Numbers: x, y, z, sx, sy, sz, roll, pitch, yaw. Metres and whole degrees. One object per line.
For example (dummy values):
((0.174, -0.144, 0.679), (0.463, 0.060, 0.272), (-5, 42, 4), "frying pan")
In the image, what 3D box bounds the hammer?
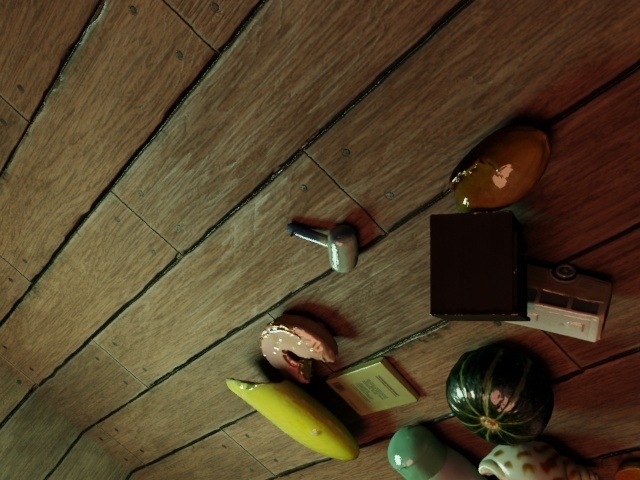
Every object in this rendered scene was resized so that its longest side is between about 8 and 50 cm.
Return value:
((0.000, 0.000, 1.824), (0.193, 0.069, 0.116), (20, 137, 27), "hammer")

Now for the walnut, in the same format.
((0.330, -0.127, 1.443), (0.137, 0.137, 0.245), (41, 129, -8), "walnut")

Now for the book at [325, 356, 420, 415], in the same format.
((0.140, 0.404, 2.128), (0.161, 0.026, 0.231), (47, 136, -15), "book")

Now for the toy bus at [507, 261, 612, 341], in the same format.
((0.418, 0.111, 1.603), (0.342, 0.138, 0.097), (11, 135, 21), "toy bus")

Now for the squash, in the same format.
((0.422, 0.366, 1.817), (0.252, 0.165, 0.252), (19, 139, 17), "squash")

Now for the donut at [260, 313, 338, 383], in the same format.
((-0.065, 0.282, 2.099), (0.199, 0.085, 0.233), (38, 138, -6), "donut")

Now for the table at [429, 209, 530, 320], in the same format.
((0.312, 0.054, 1.488), (0.172, 0.193, 0.169), (-3, 170, 21), "table")

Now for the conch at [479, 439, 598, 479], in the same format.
((0.548, 0.582, 1.948), (0.274, 0.183, 0.149), (25, 96, 7), "conch")

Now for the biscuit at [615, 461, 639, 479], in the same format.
((0.868, 0.586, 1.828), (0.324, 0.049, 0.205), (2, 128, 30), "biscuit")

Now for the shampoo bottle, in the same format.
((0.329, 0.655, 2.150), (0.349, 0.151, 0.222), (47, 138, -13), "shampoo bottle")

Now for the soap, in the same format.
((-0.065, 0.507, 2.251), (0.427, 0.115, 0.306), (43, 151, -21), "soap")
